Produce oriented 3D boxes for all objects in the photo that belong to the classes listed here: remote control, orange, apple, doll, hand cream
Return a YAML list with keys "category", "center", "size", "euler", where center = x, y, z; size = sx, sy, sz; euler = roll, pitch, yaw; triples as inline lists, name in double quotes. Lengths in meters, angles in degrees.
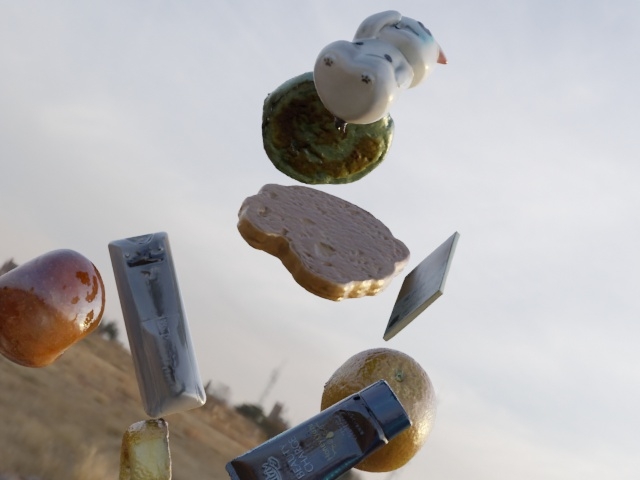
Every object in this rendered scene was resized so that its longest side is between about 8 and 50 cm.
- category: "remote control"
  center: [-0.277, 0.141, 1.718]
  size: [0.109, 0.313, 0.055]
  euler: [-12, -4, -23]
- category: "orange"
  center: [0.105, 0.313, 1.851]
  size: [0.236, 0.236, 0.236]
  euler: [29, -13, 7]
- category: "apple"
  center: [-0.436, 0.110, 1.597]
  size: [0.162, 0.201, 0.201]
  euler: [63, -17, -3]
- category: "doll"
  center: [0.074, -0.218, 1.238]
  size: [0.110, 0.181, 0.107]
  euler: [31, -37, 22]
- category: "hand cream"
  center: [0.001, 0.307, 1.471]
  size: [0.120, 0.270, 0.061]
  euler: [55, -6, 32]

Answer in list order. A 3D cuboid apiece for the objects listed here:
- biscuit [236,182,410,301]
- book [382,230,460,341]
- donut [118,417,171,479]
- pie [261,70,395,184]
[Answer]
- category: "biscuit"
  center: [0.000, 0.000, 1.832]
  size: [0.312, 0.057, 0.351]
  euler: [29, 26, 9]
- category: "book"
  center: [0.144, 0.063, 1.412]
  size: [0.012, 0.118, 0.172]
  euler: [41, 30, -8]
- category: "donut"
  center: [-0.278, 0.367, 1.582]
  size: [0.075, 0.174, 0.190]
  euler: [4, 2, -13]
- category: "pie"
  center: [0.009, -0.187, 1.704]
  size: [0.240, 0.054, 0.240]
  euler: [-1, -48, -1]
